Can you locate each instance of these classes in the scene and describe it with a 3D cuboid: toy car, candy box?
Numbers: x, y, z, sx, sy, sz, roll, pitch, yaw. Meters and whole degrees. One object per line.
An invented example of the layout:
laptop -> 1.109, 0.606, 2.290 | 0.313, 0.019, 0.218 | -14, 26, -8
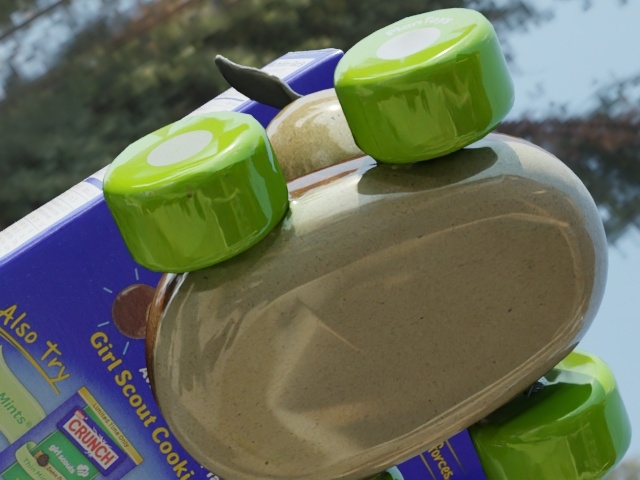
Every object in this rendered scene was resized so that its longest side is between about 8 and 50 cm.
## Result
toy car -> 0.000, 0.000, 0.647 | 0.155, 0.149, 0.188 | 68, -8, -24
candy box -> -0.066, 0.089, 1.014 | 0.268, 0.317, 0.122 | 60, -9, -15
